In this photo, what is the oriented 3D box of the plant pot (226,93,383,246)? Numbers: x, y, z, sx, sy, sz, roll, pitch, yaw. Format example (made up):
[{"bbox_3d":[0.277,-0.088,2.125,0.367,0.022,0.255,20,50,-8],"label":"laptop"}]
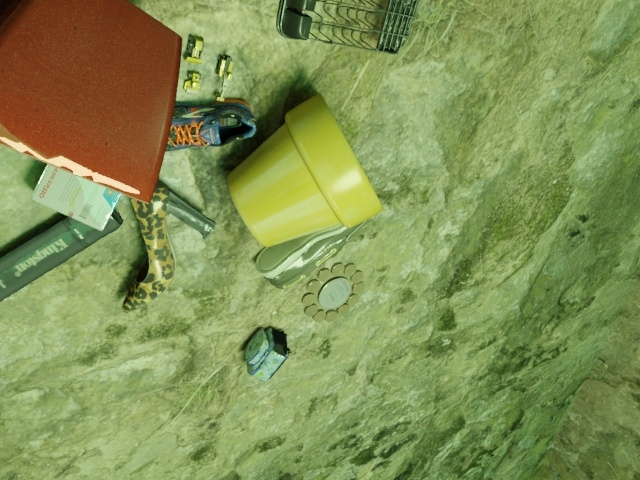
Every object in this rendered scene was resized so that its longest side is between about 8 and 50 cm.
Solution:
[{"bbox_3d":[-0.040,-0.114,1.072,0.239,0.254,0.254,-28,133,8],"label":"plant pot"}]

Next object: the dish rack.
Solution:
[{"bbox_3d":[0.068,-0.454,1.013,0.271,0.074,0.208,-4,123,-33],"label":"dish rack"}]

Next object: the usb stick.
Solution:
[{"bbox_3d":[-0.488,0.016,0.986,0.278,0.045,0.077,-34,131,-9],"label":"usb stick"}]

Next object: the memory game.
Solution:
[{"bbox_3d":[0.035,0.135,1.428,0.186,0.012,0.186,-16,127,-23],"label":"memory game"}]

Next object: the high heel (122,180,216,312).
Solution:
[{"bbox_3d":[-0.351,0.009,1.055,0.186,0.093,0.261,38,97,-33],"label":"high heel"}]

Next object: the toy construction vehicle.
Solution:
[{"bbox_3d":[-0.197,-0.298,0.968,0.085,0.035,0.098,3,118,-34],"label":"toy construction vehicle"}]

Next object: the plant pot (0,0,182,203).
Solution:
[{"bbox_3d":[-0.350,-0.234,0.781,0.267,0.267,0.236,25,91,-41],"label":"plant pot"}]

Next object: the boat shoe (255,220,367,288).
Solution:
[{"bbox_3d":[-0.002,-0.003,1.250,0.305,0.109,0.091,-35,133,1],"label":"boat shoe"}]

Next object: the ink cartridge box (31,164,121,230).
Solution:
[{"bbox_3d":[-0.408,-0.084,0.935,0.122,0.052,0.089,28,92,-23],"label":"ink cartridge box"}]

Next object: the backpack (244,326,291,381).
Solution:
[{"bbox_3d":[-0.139,0.278,1.354,0.084,0.105,0.114,30,103,-19],"label":"backpack"}]

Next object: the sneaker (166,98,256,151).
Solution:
[{"bbox_3d":[-0.214,-0.203,0.987,0.221,0.087,0.083,-20,128,-21],"label":"sneaker"}]
